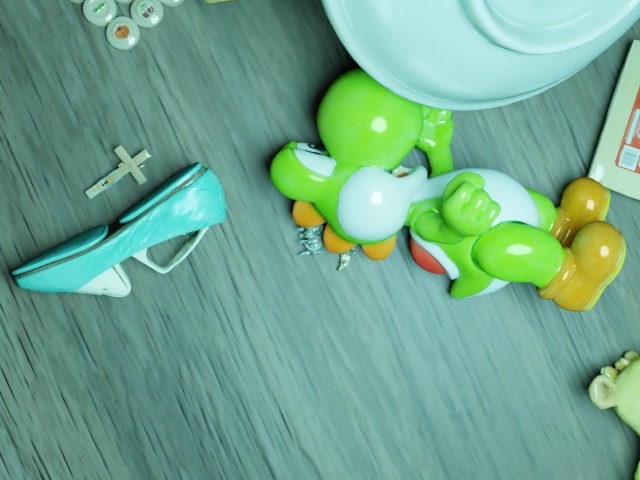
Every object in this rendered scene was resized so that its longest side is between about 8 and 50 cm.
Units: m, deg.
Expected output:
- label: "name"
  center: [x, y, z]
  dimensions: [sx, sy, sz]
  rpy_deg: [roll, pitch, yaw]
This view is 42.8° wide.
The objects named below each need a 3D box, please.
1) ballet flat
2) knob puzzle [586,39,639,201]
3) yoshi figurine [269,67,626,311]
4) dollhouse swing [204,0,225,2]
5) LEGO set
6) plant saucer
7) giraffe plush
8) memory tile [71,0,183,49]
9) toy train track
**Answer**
- label: "ballet flat"
  center: [-0.208, 0.011, 0.881]
  dimensions: [0.247, 0.083, 0.087]
  rpy_deg: [-30, 105, -1]
- label: "knob puzzle"
  center: [0.419, -0.118, 0.939]
  dimensions: [0.213, 0.030, 0.213]
  rpy_deg: [0, 89, -3]
- label: "yoshi figurine"
  center: [0.133, -0.070, 0.854]
  dimensions: [0.362, 0.203, 0.203]
  rpy_deg: [17, 73, 0]
- label: "dollhouse swing"
  center: [-0.017, -0.455, 0.802]
  dimensions: [0.315, 0.305, 0.347]
  rpy_deg: [-24, 65, -22]
- label: "LEGO set"
  center: [0.002, -0.001, 0.918]
  dimensions: [0.083, 0.023, 0.054]
  rpy_deg: [22, 88, -3]
- label: "plant saucer"
  center: [0.192, -0.273, 0.684]
  dimensions: [0.400, 0.100, 0.401]
  rpy_deg: [-14, 131, -17]
- label: "giraffe plush"
  center: [0.392, 0.195, 0.888]
  dimensions: [0.210, 0.181, 0.171]
  rpy_deg: [-29, 79, 31]
- label: "memory tile"
  center: [-0.207, -0.296, 0.915]
  dimensions: [0.148, 0.012, 0.113]
  rpy_deg: [-43, 91, -2]
- label: "toy train track"
  center: [-0.225, -0.074, 0.913]
  dimensions: [0.083, 0.014, 0.048]
  rpy_deg: [-35, 98, 3]
